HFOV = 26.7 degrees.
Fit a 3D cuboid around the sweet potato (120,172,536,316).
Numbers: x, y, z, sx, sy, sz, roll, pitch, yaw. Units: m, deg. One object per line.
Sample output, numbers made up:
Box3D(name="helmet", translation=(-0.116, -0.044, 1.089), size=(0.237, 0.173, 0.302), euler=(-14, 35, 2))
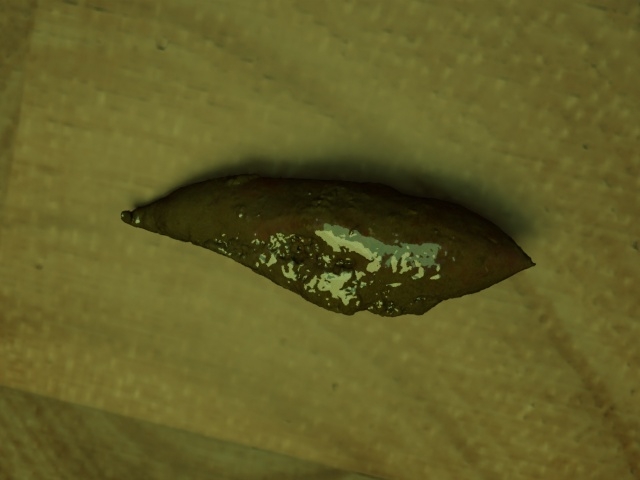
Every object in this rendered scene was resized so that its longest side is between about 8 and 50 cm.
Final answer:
Box3D(name="sweet potato", translation=(0.000, 0.000, 0.654), size=(0.206, 0.060, 0.068), euler=(11, 72, 13))
